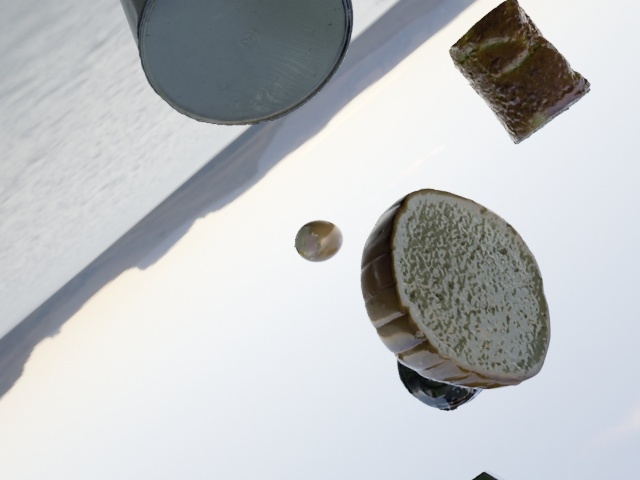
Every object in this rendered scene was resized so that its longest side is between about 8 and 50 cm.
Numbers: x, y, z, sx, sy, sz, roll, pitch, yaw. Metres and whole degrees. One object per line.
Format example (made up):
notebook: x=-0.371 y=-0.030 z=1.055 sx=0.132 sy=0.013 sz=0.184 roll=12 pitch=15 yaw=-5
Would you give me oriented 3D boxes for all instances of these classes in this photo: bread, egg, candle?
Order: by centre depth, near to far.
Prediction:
bread: x=0.151 y=0.054 z=0.712 sx=0.236 sy=0.236 sz=0.070 roll=-49 pitch=-174 yaw=-38
bread: x=0.277 y=-0.238 z=0.903 sx=0.132 sy=0.172 sz=0.103 roll=-37 pitch=174 yaw=12
egg: x=0.000 y=0.000 z=1.189 sx=0.080 sy=0.080 sz=0.096 roll=-33 pitch=170 yaw=33
candle: x=0.300 y=0.229 z=1.343 sx=0.187 sy=0.187 sz=0.330 roll=-35 pitch=163 yaw=29

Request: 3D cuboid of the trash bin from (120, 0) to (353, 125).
trash bin: x=-0.144 y=-0.376 z=0.827 sx=0.280 sy=0.280 sz=0.431 roll=-37 pitch=-128 yaw=19

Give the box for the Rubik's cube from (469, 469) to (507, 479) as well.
Rubik's cube: x=0.273 y=0.518 z=1.002 sx=0.319 sy=0.264 sz=0.318 roll=-176 pitch=-90 yaw=-73
